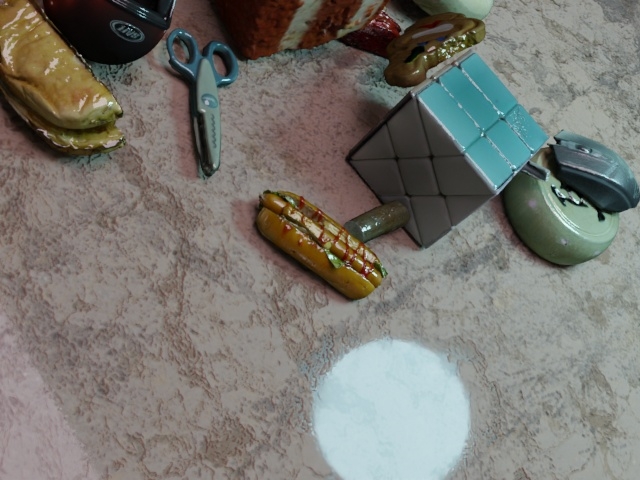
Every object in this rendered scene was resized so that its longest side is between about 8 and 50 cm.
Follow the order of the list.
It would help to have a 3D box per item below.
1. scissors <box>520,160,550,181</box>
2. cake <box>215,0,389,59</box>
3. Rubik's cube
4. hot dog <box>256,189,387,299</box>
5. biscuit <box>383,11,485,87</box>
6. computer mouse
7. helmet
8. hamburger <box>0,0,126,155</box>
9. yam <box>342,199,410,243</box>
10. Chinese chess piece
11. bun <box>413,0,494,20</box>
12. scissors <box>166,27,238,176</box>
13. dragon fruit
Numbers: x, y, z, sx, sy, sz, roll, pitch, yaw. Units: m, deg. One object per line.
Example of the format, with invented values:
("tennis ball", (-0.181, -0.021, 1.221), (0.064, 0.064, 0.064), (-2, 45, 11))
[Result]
("scissors", (0.370, -0.164, 1.736), (0.101, 0.027, 0.204), (-16, 36, -37))
("cake", (-0.028, -0.512, 1.571), (0.320, 0.270, 0.269), (-15, 74, -26))
("Rubik's cube", (0.229, -0.166, 1.588), (0.231, 0.221, 0.225), (50, 48, 1))
("hot dog", (0.000, 0.000, 1.439), (0.250, 0.076, 0.104), (40, 50, -10))
("biscuit", (0.204, -0.367, 1.656), (0.320, 0.183, 0.047), (-48, 126, -42))
("computer mouse", (0.554, -0.146, 1.757), (0.231, 0.071, 0.126), (33, 48, -10))
("helmet", (-0.328, -0.372, 1.360), (0.189, 0.193, 0.216), (21, 23, -45))
("hamburger", (-0.396, -0.227, 1.294), (0.131, 0.124, 0.262), (-38, 82, -18))
("yam", (0.097, -0.031, 1.535), (0.132, 0.054, 0.054), (-25, 79, -39))
("Chinese chess piece", (0.490, -0.073, 1.787), (0.250, 0.101, 0.250), (17, 55, -25))
("bun", (0.253, -0.581, 1.894), (0.287, 0.146, 0.287), (24, 54, -37))
("scissors", (-0.192, -0.231, 1.469), (0.138, 0.041, 0.289), (14, 55, -35))
("dragon fruit", (0.103, -0.440, 1.763), (0.162, 0.083, 0.106), (12, 55, -25))
